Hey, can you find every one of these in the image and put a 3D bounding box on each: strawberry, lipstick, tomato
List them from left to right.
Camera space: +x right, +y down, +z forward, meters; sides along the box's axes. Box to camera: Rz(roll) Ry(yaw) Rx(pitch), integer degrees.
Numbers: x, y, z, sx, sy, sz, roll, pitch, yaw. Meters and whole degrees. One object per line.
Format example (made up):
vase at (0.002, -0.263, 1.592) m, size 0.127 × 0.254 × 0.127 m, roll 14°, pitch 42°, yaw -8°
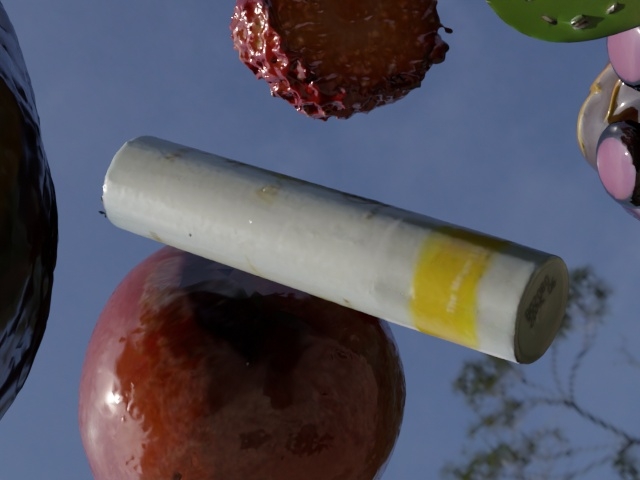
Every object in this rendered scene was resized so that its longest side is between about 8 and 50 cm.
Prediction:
tomato at (-0.049, 0.092, 0.970) m, size 0.208 × 0.208 × 0.184 m, roll -11°, pitch -57°, yaw -28°
lipstick at (0.000, 0.000, 0.810) m, size 0.059 × 0.264 × 0.059 m, roll -33°, pitch -48°, yaw -46°
strawberry at (0.010, -0.142, 1.021) m, size 0.145 × 0.145 × 0.086 m, roll -7°, pitch -24°, yaw -31°

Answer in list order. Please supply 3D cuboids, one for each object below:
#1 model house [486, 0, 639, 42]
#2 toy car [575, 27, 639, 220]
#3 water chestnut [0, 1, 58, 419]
model house at (0.190, -0.265, 0.866) m, size 0.294 × 0.154 × 0.207 m, roll -26°, pitch -55°, yaw 39°
toy car at (0.328, -0.182, 1.374) m, size 0.271 × 0.240 × 0.340 m, roll -15°, pitch -53°, yaw -23°
water chestnut at (-0.247, -0.013, 0.518) m, size 0.335 × 0.335 × 0.347 m, roll -11°, pitch -39°, yaw -29°
